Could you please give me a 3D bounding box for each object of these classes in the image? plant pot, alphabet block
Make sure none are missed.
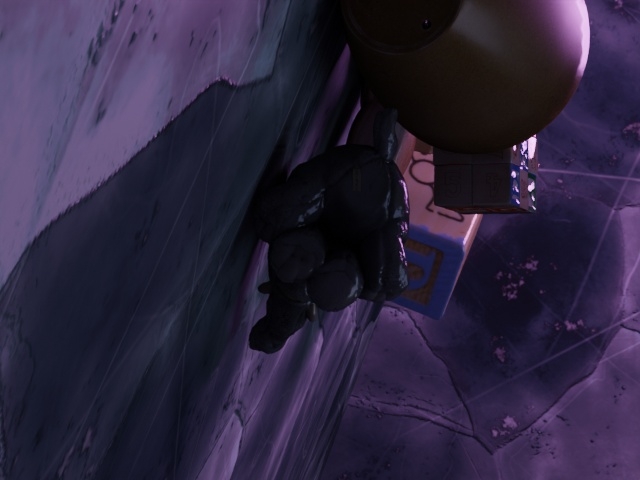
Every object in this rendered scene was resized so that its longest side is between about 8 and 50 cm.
[{"bbox_3d":[0.120,-0.216,1.411,0.254,0.237,0.237,10,101,-69],"label":"plant pot"},{"bbox_3d":[0.155,-0.027,2.353,0.193,0.192,0.197,106,9,-50],"label":"alphabet block"}]

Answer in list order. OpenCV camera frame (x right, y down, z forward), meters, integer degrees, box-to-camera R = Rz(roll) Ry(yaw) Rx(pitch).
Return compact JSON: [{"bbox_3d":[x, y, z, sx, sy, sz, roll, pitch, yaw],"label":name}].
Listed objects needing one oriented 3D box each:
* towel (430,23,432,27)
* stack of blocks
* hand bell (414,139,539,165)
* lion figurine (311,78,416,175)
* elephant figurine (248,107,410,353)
[{"bbox_3d":[0.286,-0.439,2.260,0.374,0.090,0.320,-66,-173,-25],"label":"towel"},{"bbox_3d":[0.188,-0.179,1.610,0.171,0.087,0.297,10,79,-68],"label":"stack of blocks"},{"bbox_3d":[0.221,-0.149,2.259,0.126,0.242,0.126,21,90,-84],"label":"hand bell"},{"bbox_3d":[0.068,-0.092,1.720,0.392,0.142,0.240,-59,172,-14],"label":"lion figurine"},{"bbox_3d":[0.000,0.000,1.440,0.239,0.186,0.169,132,-63,-79],"label":"elephant figurine"}]
